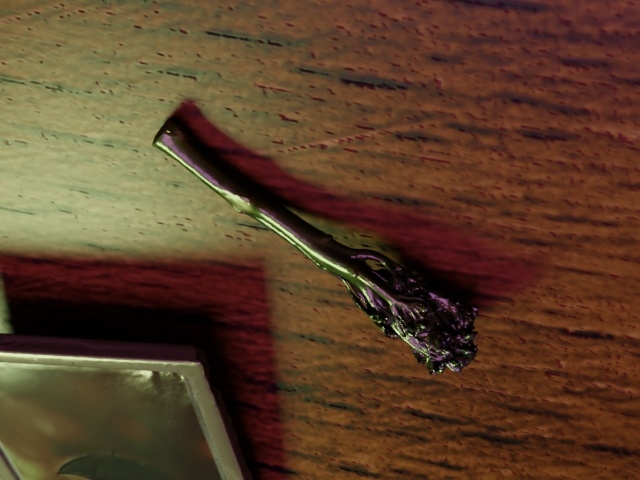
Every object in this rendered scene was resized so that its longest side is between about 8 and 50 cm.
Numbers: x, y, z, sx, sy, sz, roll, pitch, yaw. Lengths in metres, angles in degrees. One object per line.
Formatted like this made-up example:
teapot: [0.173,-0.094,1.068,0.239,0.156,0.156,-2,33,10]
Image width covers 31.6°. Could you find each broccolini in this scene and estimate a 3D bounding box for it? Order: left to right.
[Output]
broccolini: [0.000,0.000,0.699,0.239,0.051,0.054,37,135,-5]

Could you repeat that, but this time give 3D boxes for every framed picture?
framed picture: [-0.155,0.168,0.861,0.211,0.020,0.289,2,136,13]
